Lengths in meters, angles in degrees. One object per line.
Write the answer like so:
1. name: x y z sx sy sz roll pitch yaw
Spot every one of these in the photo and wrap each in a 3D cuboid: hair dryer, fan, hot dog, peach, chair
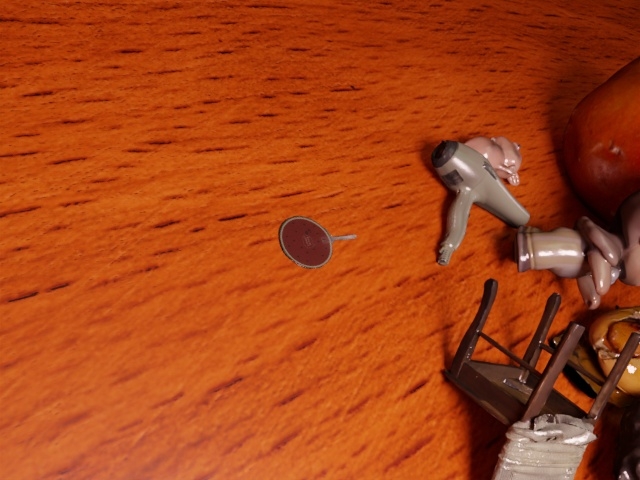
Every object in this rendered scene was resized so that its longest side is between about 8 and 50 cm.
1. hair dryer: 0.284 -0.047 0.999 0.219 0.088 0.224 14 68 -30
2. fan: 0.000 0.000 0.821 0.134 0.005 0.085 -6 65 -34
3. hot dog: 0.560 0.168 0.956 0.326 0.107 0.194 -11 54 -28
4. peach: 0.675 -0.169 1.164 0.335 0.310 0.405 11 50 -33
5. chair: 0.270 0.235 0.769 0.160 0.318 0.186 13 11 -28

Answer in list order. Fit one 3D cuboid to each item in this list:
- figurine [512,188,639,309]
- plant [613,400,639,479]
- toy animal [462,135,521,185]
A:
1. figurine: 0.514 0.001 0.938 0.381 0.248 0.203 -6 72 13
2. plant: 0.513 0.350 0.818 0.178 0.204 0.233 13 60 22
3. toy animal: 0.323 -0.159 1.087 0.150 0.089 0.083 13 76 -30
